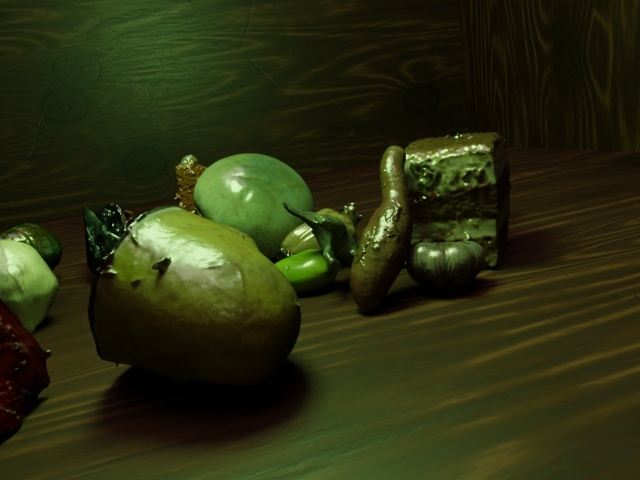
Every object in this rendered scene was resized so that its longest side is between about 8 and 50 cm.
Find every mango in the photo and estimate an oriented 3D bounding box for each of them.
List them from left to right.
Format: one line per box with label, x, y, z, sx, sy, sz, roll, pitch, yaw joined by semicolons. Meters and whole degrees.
mango;-0.040;0.077;1.197;0.163;0.089;0.117;-20;22;2

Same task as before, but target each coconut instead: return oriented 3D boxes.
coconut;-0.706;0.117;1.193;0.224;0.224;0.224;-8;14;2

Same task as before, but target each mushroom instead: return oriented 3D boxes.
mushroom;-0.188;-0.090;1.501;0.352;0.260;0.352;17;41;-16

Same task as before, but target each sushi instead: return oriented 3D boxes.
sushi;-0.611;0.004;1.631;0.212;0.215;0.227;-8;-8;-20

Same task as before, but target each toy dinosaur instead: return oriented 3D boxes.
toy dinosaur;0.043;0.009;1.163;0.077;0.294;0.162;-40;30;7

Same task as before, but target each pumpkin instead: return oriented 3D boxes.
pumpkin;-0.885;0.067;1.551;0.260;0.189;0.260;-31;9;6

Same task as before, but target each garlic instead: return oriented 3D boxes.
garlic;0.252;0.052;1.074;0.159;0.102;0.147;0;-3;-17

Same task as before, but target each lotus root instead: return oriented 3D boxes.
lotus root;0.000;0.000;1.359;0.257;0.140;0.154;-28;35;-29

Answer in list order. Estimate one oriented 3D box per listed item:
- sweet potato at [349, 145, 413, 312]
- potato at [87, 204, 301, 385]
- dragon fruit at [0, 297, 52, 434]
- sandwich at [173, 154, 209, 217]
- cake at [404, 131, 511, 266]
sweet potato;0.138;-0.034;1.076;0.109;0.385;0.109;14;-24;6
potato;-0.169;0.130;0.873;0.296;0.290;0.397;24;-18;12
dragon fruit;-0.578;0.152;0.722;0.228;0.329;0.286;-13;14;8
sandwich;-0.353;-0.128;1.662;0.162;0.301;0.250;-6;28;48
cake;0.315;-0.099;1.267;0.255;0.290;0.282;-3;18;26
